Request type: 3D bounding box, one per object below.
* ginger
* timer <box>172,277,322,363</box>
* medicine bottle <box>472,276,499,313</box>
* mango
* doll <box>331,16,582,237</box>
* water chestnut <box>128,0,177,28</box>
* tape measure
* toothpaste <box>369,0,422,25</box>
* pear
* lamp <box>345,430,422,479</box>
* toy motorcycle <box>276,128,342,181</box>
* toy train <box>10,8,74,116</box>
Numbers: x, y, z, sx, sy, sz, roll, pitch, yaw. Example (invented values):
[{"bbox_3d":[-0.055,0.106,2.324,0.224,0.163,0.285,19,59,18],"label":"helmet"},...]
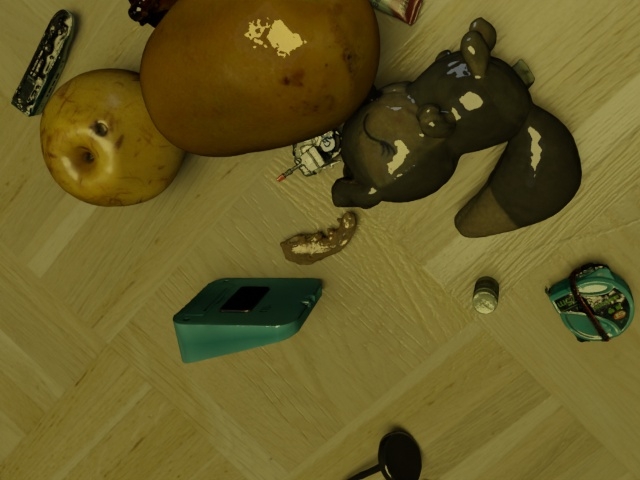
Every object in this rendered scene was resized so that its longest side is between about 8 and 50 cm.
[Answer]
[{"bbox_3d":[0.003,0.002,1.397,0.174,0.051,0.069,-26,104,16],"label":"ginger"},{"bbox_3d":[-0.132,0.149,1.380,0.250,0.232,0.091,-4,107,18],"label":"timer"},{"bbox_3d":[0.308,0.101,1.320,0.047,0.083,0.047,5,108,15],"label":"medicine bottle"},{"bbox_3d":[-0.111,-0.268,1.119,0.446,0.232,0.300,-20,137,41],"label":"mango"},{"bbox_3d":[0.210,-0.128,1.194,0.382,0.252,0.378,-37,94,29],"label":"doll"},{"bbox_3d":[-0.242,-0.466,1.194,0.300,0.300,0.299,5,108,14],"label":"water chestnut"},{"bbox_3d":[0.493,0.114,1.275,0.125,0.081,0.146,-31,97,25],"label":"tape measure"},{"bbox_3d":[0.063,-0.445,1.243,0.239,0.039,0.062,22,105,6],"label":"toothpaste"},{"bbox_3d":[-0.387,-0.191,1.328,0.281,0.281,0.280,5,108,14],"label":"pear"},{"bbox_3d":[0.051,0.541,1.517,0.371,0.108,0.130,-36,96,22],"label":"lamp"},{"bbox_3d":[-0.060,-0.211,1.319,0.150,0.102,0.221,-36,95,10],"label":"toy motorcycle"},{"bbox_3d":[-0.549,-0.360,1.433,0.052,0.051,0.233,36,109,2],"label":"toy train"}]
